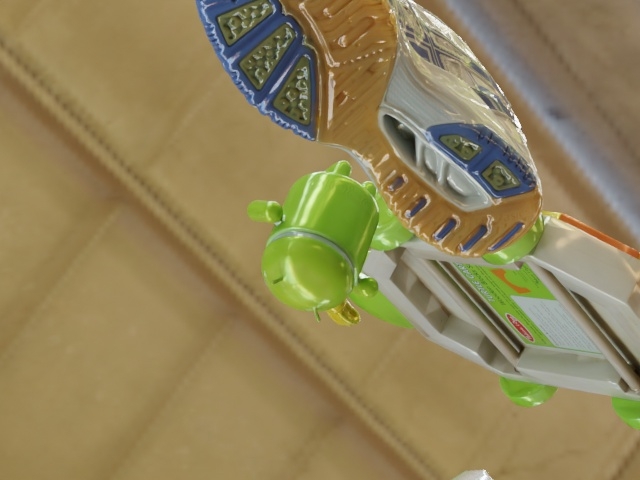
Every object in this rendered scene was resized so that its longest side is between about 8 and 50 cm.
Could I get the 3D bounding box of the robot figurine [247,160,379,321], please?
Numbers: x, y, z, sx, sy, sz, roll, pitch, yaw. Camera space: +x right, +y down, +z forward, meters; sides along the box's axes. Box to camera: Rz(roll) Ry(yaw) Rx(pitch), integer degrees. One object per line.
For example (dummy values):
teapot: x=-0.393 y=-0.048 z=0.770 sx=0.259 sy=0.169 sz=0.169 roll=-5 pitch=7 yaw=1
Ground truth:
robot figurine: x=0.000 y=0.000 z=1.275 sx=0.101 sy=0.067 sz=0.115 roll=39 pitch=-132 yaw=-20

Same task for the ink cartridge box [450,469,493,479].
ink cartridge box: x=0.091 y=0.273 z=1.703 sx=0.181 sy=0.225 sz=0.056 roll=-29 pitch=-96 yaw=-10

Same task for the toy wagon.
toy wagon: x=0.134 y=0.046 z=1.530 sx=0.267 sy=0.344 sz=0.068 roll=47 pitch=-118 yaw=-39

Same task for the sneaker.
sneaker: x=0.027 y=-0.117 z=1.201 sx=0.296 sy=0.112 sz=0.131 roll=48 pitch=-157 yaw=-23
